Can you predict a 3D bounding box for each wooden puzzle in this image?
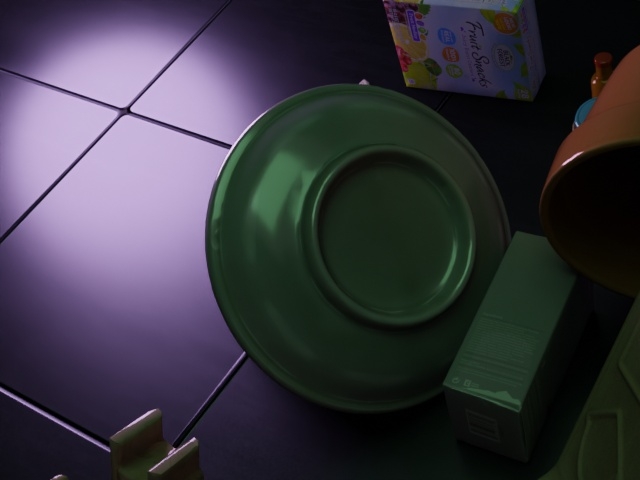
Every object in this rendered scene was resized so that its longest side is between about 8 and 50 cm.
[{"bbox_3d":[0.338,0.194,1.146,0.080,0.348,0.322,22,19,-10],"label":"wooden puzzle"}]

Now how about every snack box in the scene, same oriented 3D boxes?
[{"bbox_3d":[0.211,-0.295,1.739,0.207,0.174,0.070,9,55,27],"label":"snack box"}]

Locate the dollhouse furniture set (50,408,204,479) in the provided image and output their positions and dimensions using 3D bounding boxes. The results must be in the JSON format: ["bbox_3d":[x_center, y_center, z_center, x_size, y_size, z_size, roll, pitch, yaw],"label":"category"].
[{"bbox_3d":[-0.186,0.446,1.216,0.362,0.256,0.394,32,47,29],"label":"dollhouse furniture set"}]

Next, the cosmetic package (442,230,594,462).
[{"bbox_3d":[0.235,0.120,1.396,0.107,0.127,0.238,17,58,27],"label":"cosmetic package"}]

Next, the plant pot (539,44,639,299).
[{"bbox_3d":[0.400,-0.086,1.300,0.291,0.291,0.203,5,54,23],"label":"plant pot"}]

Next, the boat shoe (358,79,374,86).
[{"bbox_3d":[0.079,-0.158,1.757,0.065,0.075,0.206,20,38,-21],"label":"boat shoe"}]

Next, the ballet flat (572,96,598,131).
[{"bbox_3d":[0.484,-0.142,1.483,0.348,0.123,0.123,-5,45,41],"label":"ballet flat"}]

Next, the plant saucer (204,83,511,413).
[{"bbox_3d":[0.068,0.001,1.401,0.400,0.400,0.100,-45,9,-21],"label":"plant saucer"}]

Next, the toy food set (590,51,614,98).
[{"bbox_3d":[0.477,-0.187,1.599,0.111,0.104,0.232,-39,49,-17],"label":"toy food set"}]
